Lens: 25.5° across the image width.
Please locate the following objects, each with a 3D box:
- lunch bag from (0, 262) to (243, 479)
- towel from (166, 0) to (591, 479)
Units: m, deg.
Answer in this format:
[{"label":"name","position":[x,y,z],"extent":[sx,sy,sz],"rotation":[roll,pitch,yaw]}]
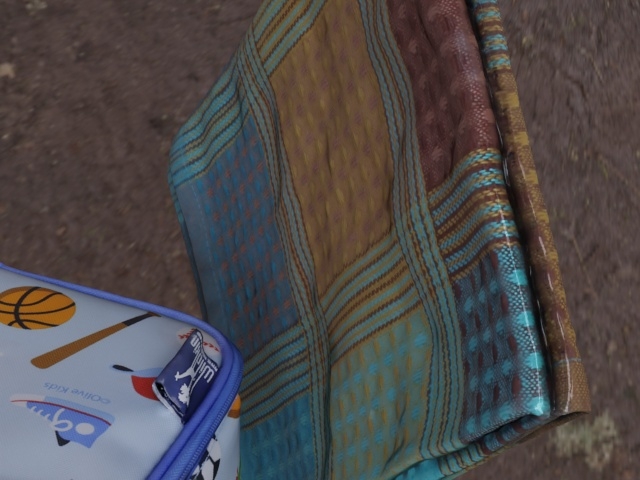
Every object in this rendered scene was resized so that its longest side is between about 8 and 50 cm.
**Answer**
[{"label":"lunch bag","position":[-0.186,0.101,0.617],"extent":[0.303,0.243,0.115],"rotation":[11,117,14]},{"label":"towel","position":[0.000,0.000,0.672],"extent":[0.040,0.370,0.271],"rotation":[-5,72,-21]}]
